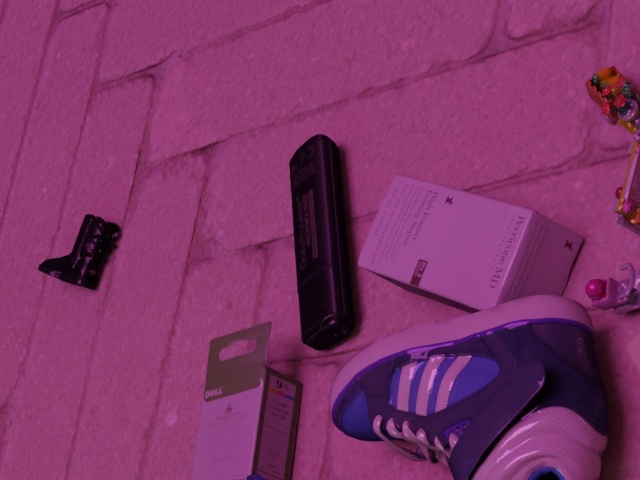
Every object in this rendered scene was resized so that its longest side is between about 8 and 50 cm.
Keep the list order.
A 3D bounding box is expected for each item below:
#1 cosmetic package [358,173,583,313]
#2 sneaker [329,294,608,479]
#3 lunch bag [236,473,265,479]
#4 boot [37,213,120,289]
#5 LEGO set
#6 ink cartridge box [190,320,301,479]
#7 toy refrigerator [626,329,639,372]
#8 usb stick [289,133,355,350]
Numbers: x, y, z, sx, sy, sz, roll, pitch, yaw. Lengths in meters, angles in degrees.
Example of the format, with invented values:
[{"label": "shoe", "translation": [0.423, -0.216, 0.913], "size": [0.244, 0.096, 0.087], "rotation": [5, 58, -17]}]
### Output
[{"label": "cosmetic package", "translation": [0.152, 0.012, 1.878], "size": [0.231, 0.085, 0.117], "rotation": [17, 82, 54]}, {"label": "sneaker", "translation": [0.133, 0.204, 1.743], "size": [0.323, 0.130, 0.236], "rotation": [-24, 47, 34]}, {"label": "lunch bag", "translation": [-0.069, 0.367, 1.870], "size": [0.219, 0.090, 0.176], "rotation": [-114, 16, -48]}, {"label": "boot", "translation": [-0.335, 0.011, 2.499], "size": [0.121, 0.045, 0.099], "rotation": [13, 81, 45]}, {"label": "LEGO set", "translation": [0.298, -0.079, 1.735], "size": [0.132, 0.107, 0.287], "rotation": [-27, 50, 38]}, {"label": "ink cartridge box", "translation": [-0.084, 0.208, 2.061], "size": [0.109, 0.062, 0.209], "rotation": [-20, 54, 43]}, {"label": "toy refrigerator", "translation": [0.394, 0.048, 1.498], "size": [0.269, 0.102, 0.094], "rotation": [-47, 37, 23]}, {"label": "usb stick", "translation": [0.000, 0.000, 2.102], "size": [0.077, 0.045, 0.278], "rotation": [-40, 42, 39]}]
